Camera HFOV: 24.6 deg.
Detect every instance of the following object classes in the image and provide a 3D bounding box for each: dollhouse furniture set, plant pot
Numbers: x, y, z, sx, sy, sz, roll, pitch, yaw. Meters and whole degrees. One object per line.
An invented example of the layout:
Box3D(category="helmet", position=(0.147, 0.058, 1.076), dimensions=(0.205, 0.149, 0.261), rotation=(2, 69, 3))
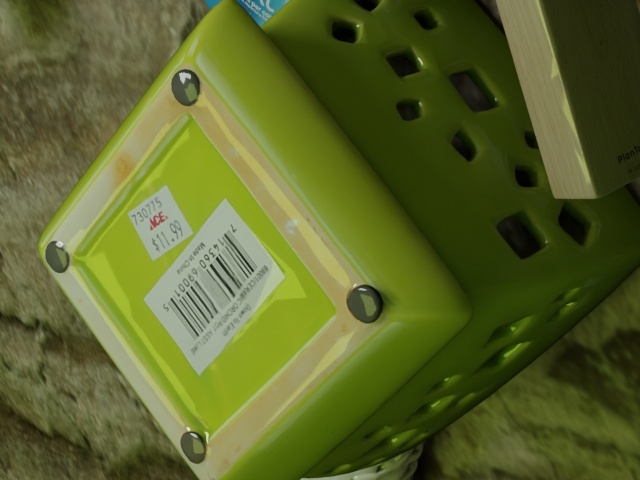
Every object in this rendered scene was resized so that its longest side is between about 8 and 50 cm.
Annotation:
Box3D(category="dollhouse furniture set", position=(0.118, -0.086, 0.650), dimensions=(0.123, 0.151, 0.144), rotation=(3, 115, 56))
Box3D(category="plant pot", position=(0.000, 0.000, 0.782), dimensions=(0.227, 0.207, 0.228), rotation=(53, 126, 12))

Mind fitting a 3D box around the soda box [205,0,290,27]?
Box3D(category="soda box", position=(0.003, -0.181, 0.818), dimensions=(0.067, 0.071, 0.210), rotation=(57, 150, 5))

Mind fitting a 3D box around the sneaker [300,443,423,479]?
Box3D(category="sneaker", position=(0.024, 0.124, 1.004), dimensions=(0.152, 0.114, 0.305), rotation=(23, 134, 47))
